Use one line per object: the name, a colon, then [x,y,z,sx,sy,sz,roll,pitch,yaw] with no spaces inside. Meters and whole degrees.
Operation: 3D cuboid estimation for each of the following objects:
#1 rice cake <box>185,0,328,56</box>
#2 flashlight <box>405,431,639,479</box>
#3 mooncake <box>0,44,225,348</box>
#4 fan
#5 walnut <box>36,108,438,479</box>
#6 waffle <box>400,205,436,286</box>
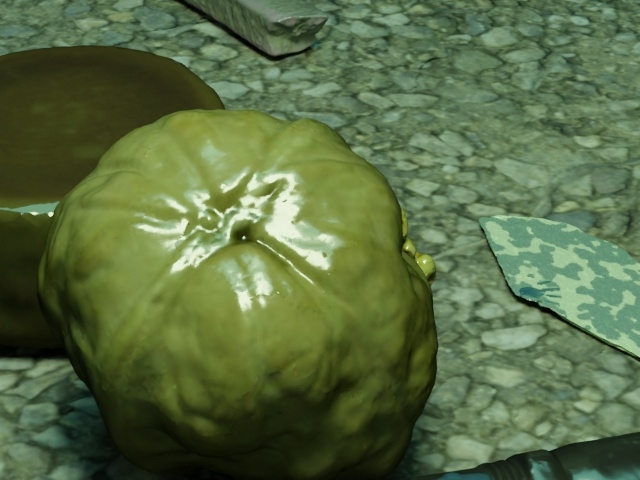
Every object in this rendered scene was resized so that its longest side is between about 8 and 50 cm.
rice cake: [-0.122,-0.283,2.071,0.073,0.056,0.365,-23,40,-33]
flashlight: [0.051,0.206,1.291,0.424,0.103,0.103,-8,34,-12]
mooncake: [-0.215,-0.036,1.591,0.284,0.155,0.284,1,35,-1]
fan: [0.222,0.034,1.634,0.131,0.009,0.240,-15,36,-25]
walnut: [-0.053,0.047,1.354,0.282,0.277,0.253,4,66,15]
waffle: [0.000,0.000,1.520,0.192,0.160,0.046,18,55,7]
